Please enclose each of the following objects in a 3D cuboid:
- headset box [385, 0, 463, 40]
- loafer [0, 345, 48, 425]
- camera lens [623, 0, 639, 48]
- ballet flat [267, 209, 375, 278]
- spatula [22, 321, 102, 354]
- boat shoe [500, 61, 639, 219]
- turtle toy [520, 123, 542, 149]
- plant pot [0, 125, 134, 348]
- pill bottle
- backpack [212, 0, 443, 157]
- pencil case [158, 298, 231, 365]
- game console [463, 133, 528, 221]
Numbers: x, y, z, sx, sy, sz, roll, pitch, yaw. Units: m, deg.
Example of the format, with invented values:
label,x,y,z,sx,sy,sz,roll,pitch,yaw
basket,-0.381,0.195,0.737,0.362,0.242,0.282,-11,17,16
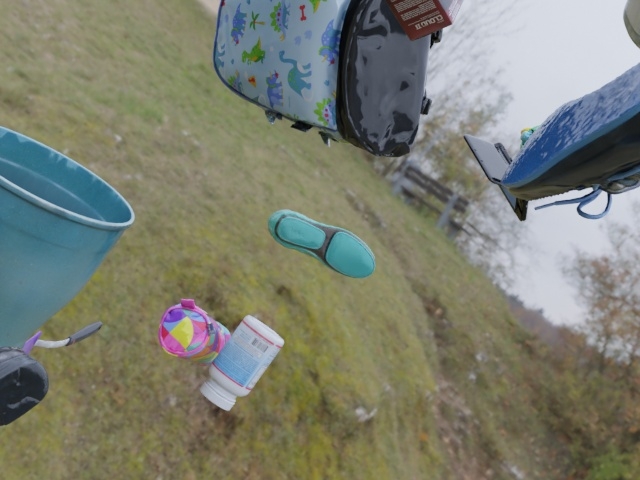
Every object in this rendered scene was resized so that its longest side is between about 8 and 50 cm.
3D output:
label,x,y,z,sx,sy,sz,roll,pitch,yaw
headset box,0.057,-0.163,0.475,0.032,0.062,0.083,-13,-53,41
loafer,-0.318,0.147,0.690,0.061,0.170,0.062,27,-45,44
camera lens,0.638,-0.437,1.341,0.219,0.219,0.274,42,-25,26
ballet flat,0.000,0.000,1.609,0.247,0.083,0.087,25,4,-29
spatula,-0.543,0.209,1.688,0.030,0.084,0.296,42,19,13
boat shoe,0.242,-0.069,0.696,0.089,0.109,0.258,33,-12,-8
turtle toy,0.414,-0.176,1.470,0.066,0.130,0.095,1,71,-60
plant pot,-0.442,0.009,1.132,0.271,0.255,0.272,32,9,-6
pill bottle,-0.144,0.222,1.472,0.087,0.160,0.087,36,-3,2
backpack,-0.008,-0.311,1.324,0.273,0.290,0.355,-3,23,-27
pencil case,-0.230,0.177,1.524,0.104,0.104,0.236,41,-10,11
game console,0.273,-0.098,1.285,0.107,0.071,0.122,84,-8,-45
